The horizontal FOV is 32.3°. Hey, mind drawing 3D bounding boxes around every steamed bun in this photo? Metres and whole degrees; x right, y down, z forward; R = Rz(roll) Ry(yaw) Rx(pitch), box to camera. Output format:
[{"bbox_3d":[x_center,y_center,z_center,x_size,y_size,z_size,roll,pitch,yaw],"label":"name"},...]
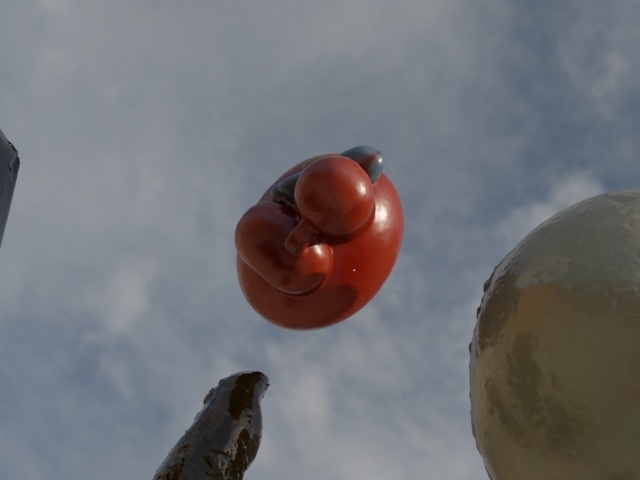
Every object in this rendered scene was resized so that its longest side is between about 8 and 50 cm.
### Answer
[{"bbox_3d":[0.249,0.098,0.784,0.283,0.283,0.177,50,-29,-14],"label":"steamed bun"}]

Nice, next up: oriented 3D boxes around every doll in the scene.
[{"bbox_3d":[0.000,0.000,0.925,0.130,0.161,0.290,41,-3,8],"label":"doll"}]

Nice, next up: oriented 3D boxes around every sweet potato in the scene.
[{"bbox_3d":[-0.087,0.177,0.756,0.067,0.274,0.067,9,-54,13],"label":"sweet potato"}]

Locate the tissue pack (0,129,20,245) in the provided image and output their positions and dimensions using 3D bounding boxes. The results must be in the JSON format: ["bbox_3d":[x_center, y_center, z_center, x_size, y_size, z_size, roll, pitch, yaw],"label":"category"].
[{"bbox_3d":[-0.316,0.041,0.625,0.198,0.370,0.210,-11,-39,18],"label":"tissue pack"}]
